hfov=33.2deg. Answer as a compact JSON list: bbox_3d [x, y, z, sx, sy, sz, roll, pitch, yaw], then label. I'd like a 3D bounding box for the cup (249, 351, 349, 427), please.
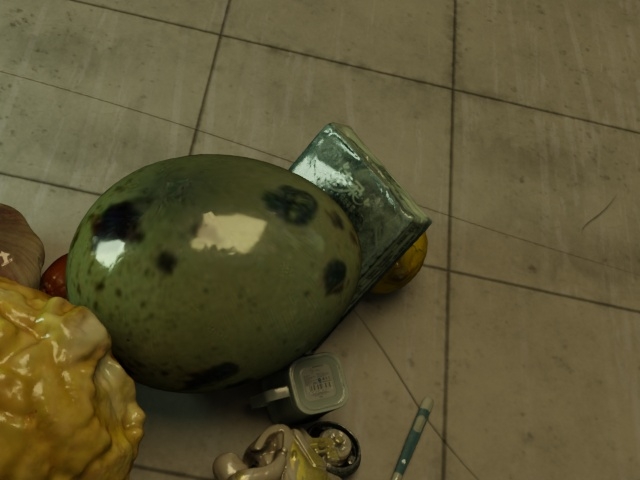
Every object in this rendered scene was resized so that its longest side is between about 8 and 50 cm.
[{"bbox_3d":[-0.038,0.228,1.624,0.128,0.129,0.095,-9,76,-23],"label":"cup"}]

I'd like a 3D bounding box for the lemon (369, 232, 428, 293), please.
[{"bbox_3d":[0.094,-0.005,1.835,0.181,0.180,0.193,-11,74,-24],"label":"lemon"}]

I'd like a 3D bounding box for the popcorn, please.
[{"bbox_3d":[-0.426,0.229,1.378,0.390,0.344,0.354,-2,47,-23],"label":"popcorn"}]

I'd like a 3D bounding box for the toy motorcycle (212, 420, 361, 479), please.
[{"bbox_3d":[-0.052,0.377,1.515,0.223,0.108,0.340,19,41,-11],"label":"toy motorcycle"}]

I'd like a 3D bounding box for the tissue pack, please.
[{"bbox_3d":[0.000,0.000,1.726,0.228,0.315,0.103,50,20,24],"label":"tissue pack"}]

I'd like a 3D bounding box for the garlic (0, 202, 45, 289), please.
[{"bbox_3d":[-0.540,0.008,1.598,0.245,0.253,0.245,5,56,-8],"label":"garlic"}]

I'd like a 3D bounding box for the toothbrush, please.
[{"bbox_3d":[0.126,0.343,1.651,0.019,0.025,0.275,25,49,6],"label":"toothbrush"}]

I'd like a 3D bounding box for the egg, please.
[{"bbox_3d":[-0.154,0.043,1.552,0.428,0.345,0.345,-12,50,10],"label":"egg"}]

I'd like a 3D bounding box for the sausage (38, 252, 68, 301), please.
[{"bbox_3d":[-0.298,0.023,1.754,0.348,0.094,0.097,-27,61,-33],"label":"sausage"}]
